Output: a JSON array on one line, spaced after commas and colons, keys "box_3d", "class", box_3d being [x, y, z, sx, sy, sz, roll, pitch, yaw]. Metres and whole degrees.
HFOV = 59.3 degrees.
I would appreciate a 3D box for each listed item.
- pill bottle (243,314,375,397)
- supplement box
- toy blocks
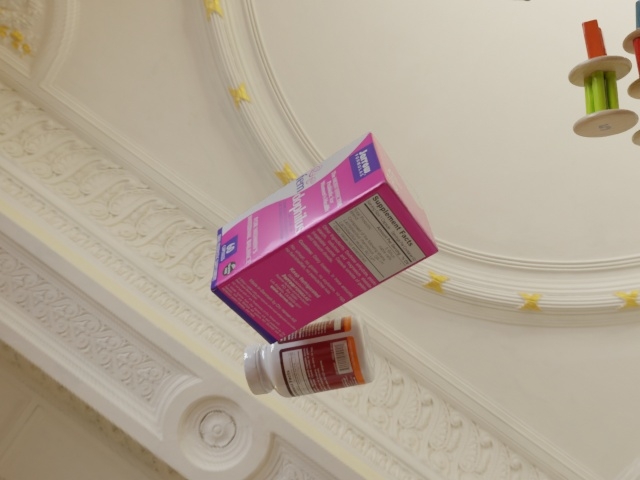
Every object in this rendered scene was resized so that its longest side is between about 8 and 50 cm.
[{"box_3d": [-0.013, 0.147, 0.702, 0.152, 0.086, 0.086, -12, -90, 9], "class": "pill bottle"}, {"box_3d": [0.000, 0.000, 0.619, 0.220, 0.111, 0.114, -30, -56, 16], "class": "supplement box"}, {"box_3d": [0.286, -0.170, 0.525, 0.123, 0.054, 0.148, 5, -103, -18], "class": "toy blocks"}]
